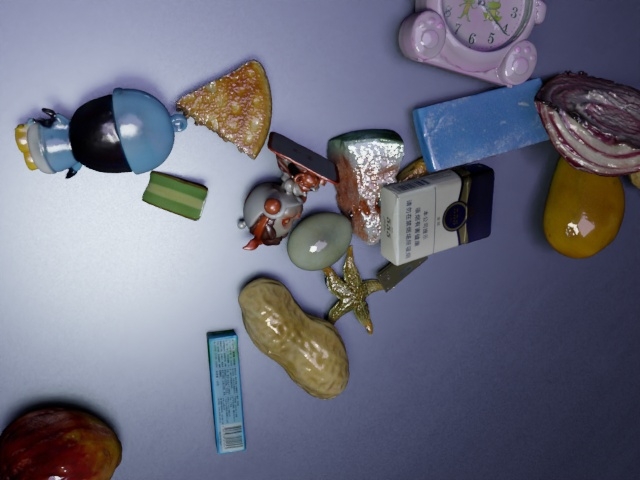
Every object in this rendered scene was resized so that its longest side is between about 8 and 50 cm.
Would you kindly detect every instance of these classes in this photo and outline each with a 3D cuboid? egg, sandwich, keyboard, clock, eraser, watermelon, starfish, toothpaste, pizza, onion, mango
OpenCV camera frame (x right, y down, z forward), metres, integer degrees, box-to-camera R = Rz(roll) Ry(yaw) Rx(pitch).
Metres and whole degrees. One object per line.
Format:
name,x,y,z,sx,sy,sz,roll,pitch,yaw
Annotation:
egg,0.000,0.000,1.626,0.152,0.114,0.114,-33,107,-18
sandwich,-0.292,-0.091,1.554,0.116,0.074,0.074,16,96,-17
keyboard,0.182,0.059,1.726,0.129,0.015,0.049,-38,113,-17
clock,0.330,-0.503,1.612,0.295,0.113,0.322,12,97,-16
eraser,0.359,-0.252,1.685,0.312,0.042,0.144,-16,95,-15
watermelon,0.097,-0.112,1.653,0.154,0.094,0.241,-4,105,-8
starfish,0.083,0.116,1.712,0.176,0.053,0.208,-17,111,-21
toothpaste,-0.203,0.328,1.674,0.065,0.050,0.266,-6,102,-12
pizza,0.230,-0.131,1.700,0.160,0.036,0.099,-28,106,-7
pizza,-0.191,-0.273,1.551,0.193,0.053,0.201,10,88,-11
onion,0.622,-0.243,1.676,0.280,0.314,0.146,-38,147,-45
mango,0.601,-0.083,1.752,0.175,0.139,0.254,14,91,-15

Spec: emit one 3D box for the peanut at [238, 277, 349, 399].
peanut,-0.054,0.208,1.647,0.313,0.149,0.149,43,88,-14

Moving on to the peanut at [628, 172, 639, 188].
peanut,0.785,-0.153,1.810,0.108,0.095,0.226,-41,112,13

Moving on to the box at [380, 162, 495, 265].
box,0.252,-0.059,1.658,0.259,0.071,0.168,-16,119,-24

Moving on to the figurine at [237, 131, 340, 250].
figurine,-0.086,-0.077,1.571,0.160,0.183,0.226,28,106,-9

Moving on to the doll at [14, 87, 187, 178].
doll,-0.409,-0.201,1.471,0.314,0.141,0.177,-8,135,-2

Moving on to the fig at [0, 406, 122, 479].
fig,-0.528,0.443,1.533,0.263,0.224,0.224,-32,108,-24
